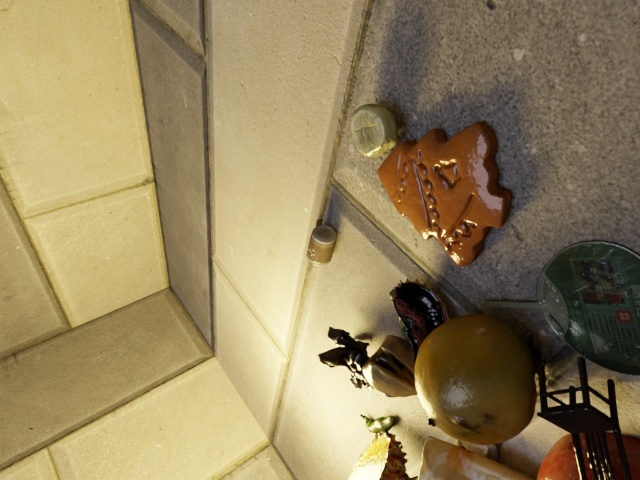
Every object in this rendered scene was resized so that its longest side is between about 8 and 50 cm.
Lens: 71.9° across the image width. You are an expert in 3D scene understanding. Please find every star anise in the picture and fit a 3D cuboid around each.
[{"bbox_3d":[0.112,0.348,1.235,0.283,0.129,0.212,30,170,30],"label":"star anise"}]

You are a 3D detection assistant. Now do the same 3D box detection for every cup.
[{"bbox_3d":[0.007,0.003,1.246,0.074,0.102,0.099,17,135,3],"label":"cup"}]

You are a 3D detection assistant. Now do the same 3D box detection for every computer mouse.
[{"bbox_3d":[0.369,0.513,1.058,0.102,0.045,0.198,24,134,41],"label":"computer mouse"}]

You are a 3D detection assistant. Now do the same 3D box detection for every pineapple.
[{"bbox_3d":[0.246,0.725,1.266,0.272,0.262,0.262,32,145,0],"label":"pineapple"}]

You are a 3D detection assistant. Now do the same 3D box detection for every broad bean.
[{"bbox_3d":[0.182,0.583,1.395,0.061,0.046,0.195,60,150,3],"label":"broad bean"}]

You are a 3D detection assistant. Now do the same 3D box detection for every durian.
[{"bbox_3d":[0.235,0.174,1.006,0.108,0.119,0.186,37,-147,-74],"label":"durian"}]

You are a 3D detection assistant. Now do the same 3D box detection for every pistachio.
[{"bbox_3d":[0.184,0.303,1.053,0.153,0.137,0.238,24,170,42],"label":"pistachio"}]

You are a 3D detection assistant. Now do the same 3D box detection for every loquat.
[{"bbox_3d":[0.298,0.255,0.831,0.244,0.244,0.243,36,138,40],"label":"loquat"}]

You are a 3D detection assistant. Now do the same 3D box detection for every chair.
[{"bbox_3d":[0.403,0.301,0.676,0.102,0.212,0.084,34,140,-18],"label":"chair"}]

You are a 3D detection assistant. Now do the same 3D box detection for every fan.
[{"bbox_3d":[0.416,0.089,0.722,0.294,0.012,0.223,31,135,42],"label":"fan"}]

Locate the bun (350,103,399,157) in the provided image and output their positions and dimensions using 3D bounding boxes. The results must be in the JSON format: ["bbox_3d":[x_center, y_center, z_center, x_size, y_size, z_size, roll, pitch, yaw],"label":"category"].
[{"bbox_3d":[0.116,-0.228,0.902,0.115,0.069,0.115,34,137,39],"label":"bun"}]

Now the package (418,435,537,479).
[{"bbox_3d":[0.362,0.603,0.962,0.312,0.165,0.221,6,122,42],"label":"package"}]

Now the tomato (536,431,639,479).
[{"bbox_3d":[0.467,0.473,0.679,0.338,0.144,0.337,-16,71,60],"label":"tomato"}]

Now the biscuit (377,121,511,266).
[{"bbox_3d":[0.220,-0.098,0.859,0.306,0.043,0.283,27,133,46],"label":"biscuit"}]
